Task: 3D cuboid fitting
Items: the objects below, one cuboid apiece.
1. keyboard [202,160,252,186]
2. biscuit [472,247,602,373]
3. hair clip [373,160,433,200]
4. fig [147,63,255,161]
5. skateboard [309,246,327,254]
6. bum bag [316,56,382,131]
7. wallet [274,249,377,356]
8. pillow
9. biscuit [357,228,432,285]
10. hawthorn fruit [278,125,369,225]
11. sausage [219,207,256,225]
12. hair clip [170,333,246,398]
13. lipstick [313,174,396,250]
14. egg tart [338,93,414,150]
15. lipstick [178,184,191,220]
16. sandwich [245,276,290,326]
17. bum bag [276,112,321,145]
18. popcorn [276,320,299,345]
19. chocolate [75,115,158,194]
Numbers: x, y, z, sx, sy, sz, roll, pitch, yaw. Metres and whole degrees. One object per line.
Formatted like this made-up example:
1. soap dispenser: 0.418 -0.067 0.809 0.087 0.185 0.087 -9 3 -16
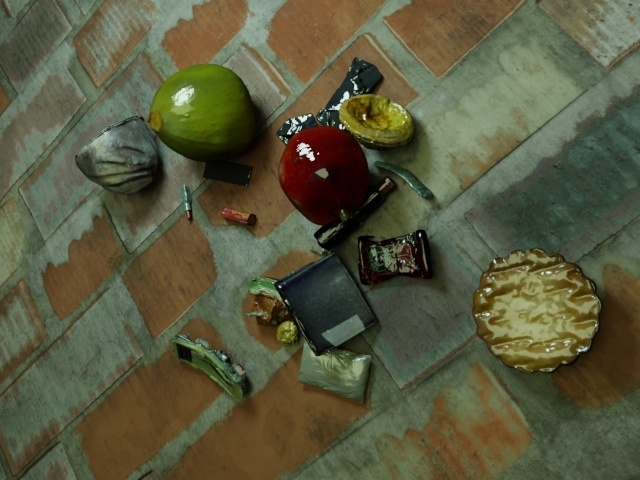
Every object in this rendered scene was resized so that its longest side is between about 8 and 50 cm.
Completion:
1. keyboard: -0.328 -0.240 2.077 0.196 0.015 0.074 13 93 27
2. biscuit: 0.563 0.182 1.549 0.325 0.107 0.326 -4 82 28
3. hair clip: 0.248 -0.190 1.775 0.229 0.066 0.036 38 126 30
4. fig: -0.390 -0.412 1.942 0.343 0.343 0.344 -3 82 25
5. skateboard: 0.000 0.000 1.883 0.063 0.032 0.083 17 94 36
6. bum bag: 0.090 -0.461 1.880 0.123 0.060 0.248 33 97 26
7. wallet: 0.015 0.188 1.780 0.220 0.071 0.262 -28 74 -18
8. pillow: 0.041 0.393 1.802 0.229 0.050 0.148 13 96 26
9. biscuit: 0.217 0.049 1.752 0.235 0.063 0.151 -8 80 27
10. hawthorn fruit: 0.016 -0.172 1.707 0.265 0.265 0.307 -29 61 19
11. sausage: -0.289 -0.086 2.022 0.145 0.048 0.050 15 52 31
12. hair clip: -0.358 0.402 1.967 0.321 0.138 0.091 28 51 26
13. lipstick: 0.108 -0.085 1.803 0.299 0.081 0.081 -41 68 8
14. egg tart: 0.165 -0.346 1.769 0.241 0.241 0.106 41 141 24
15. lipstick: -0.481 -0.132 2.126 0.030 0.030 0.129 -19 76 22
16. sandwich: -0.146 0.202 1.882 0.184 0.109 0.160 10 86 26
17. bum bag: -0.014 -0.276 1.897 0.137 0.074 0.310 -37 82 13
18. popcorn: -0.110 0.300 1.864 0.084 0.084 0.084 -3 82 25
19. chocolate: -0.699 -0.282 2.135 0.303 0.303 0.213 -35 93 17
